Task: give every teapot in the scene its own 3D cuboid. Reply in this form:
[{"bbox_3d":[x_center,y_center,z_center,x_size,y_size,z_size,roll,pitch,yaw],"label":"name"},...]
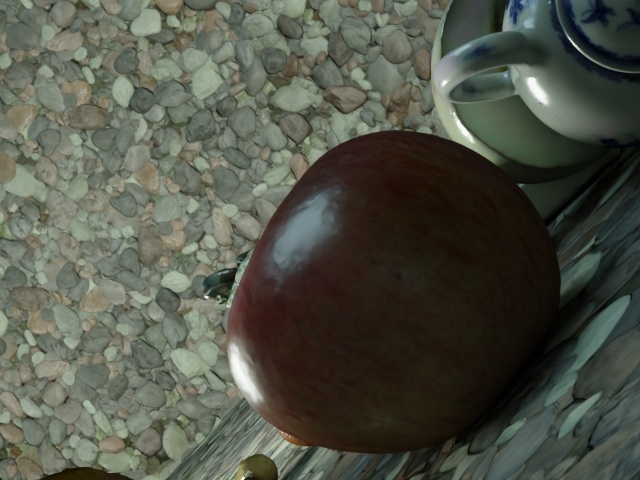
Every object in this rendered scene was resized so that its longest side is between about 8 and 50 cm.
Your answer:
[{"bbox_3d":[0.324,-0.234,1.457,0.424,0.252,0.280,-17,-12,-2],"label":"teapot"}]

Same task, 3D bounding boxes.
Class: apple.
[{"bbox_3d":[0.079,0.060,1.283,0.345,0.269,0.345,-61,-11,-19],"label":"apple"}]

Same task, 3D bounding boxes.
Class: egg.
[{"bbox_3d":[0.232,-0.172,1.662,0.206,0.271,0.162,-52,1,-17],"label":"egg"}]

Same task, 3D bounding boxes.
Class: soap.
[{"bbox_3d":[0.323,-0.093,1.793,0.183,0.064,0.121,-46,-1,27],"label":"soap"}]

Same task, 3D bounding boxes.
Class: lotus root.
[{"bbox_3d":[-0.095,0.353,1.987,0.150,0.062,0.073,-45,-25,-87],"label":"lotus root"}]

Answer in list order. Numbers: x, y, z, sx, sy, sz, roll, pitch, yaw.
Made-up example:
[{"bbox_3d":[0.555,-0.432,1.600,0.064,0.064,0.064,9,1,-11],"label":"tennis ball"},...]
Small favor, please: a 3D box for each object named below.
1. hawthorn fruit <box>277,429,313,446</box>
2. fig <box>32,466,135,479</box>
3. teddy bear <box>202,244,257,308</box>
[{"bbox_3d":[0.011,0.193,1.865,0.203,0.162,0.162,-31,12,42],"label":"hawthorn fruit"},{"bbox_3d":[-0.311,0.498,1.771,0.286,0.286,0.368,-55,-21,-80],"label":"fig"},{"bbox_3d":[0.000,0.000,1.997,0.327,0.362,0.375,-40,-30,-38],"label":"teddy bear"}]
